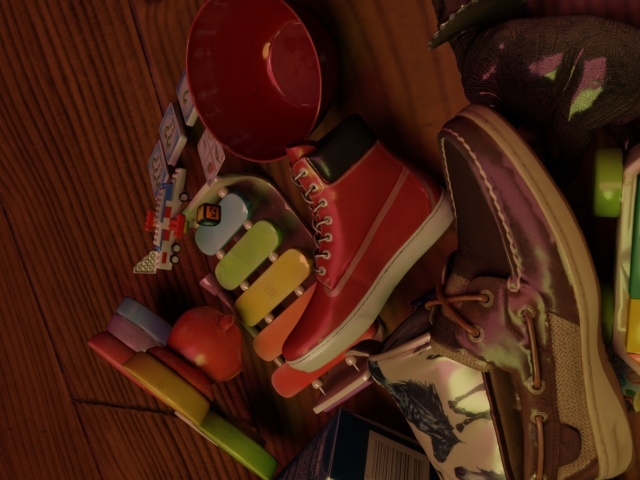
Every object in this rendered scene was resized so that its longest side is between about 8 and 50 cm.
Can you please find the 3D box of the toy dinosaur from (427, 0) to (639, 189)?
[{"bbox_3d":[0.203,-0.128,0.587,0.314,0.121,0.160,25,143,28],"label":"toy dinosaur"}]

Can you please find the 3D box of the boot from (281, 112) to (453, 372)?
[{"bbox_3d":[0.000,0.000,0.720,0.176,0.088,0.244,37,90,-18],"label":"boot"}]

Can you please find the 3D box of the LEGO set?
[{"bbox_3d":[-0.181,-0.080,0.858,0.182,0.060,0.244,-55,41,35],"label":"LEGO set"}]

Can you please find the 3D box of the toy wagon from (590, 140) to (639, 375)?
[{"bbox_3d":[0.350,0.052,0.551,0.267,0.068,0.344,2,112,19],"label":"toy wagon"}]

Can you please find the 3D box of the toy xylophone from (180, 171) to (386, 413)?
[{"bbox_3d":[-0.058,0.074,0.898,0.322,0.081,0.236,46,130,12],"label":"toy xylophone"}]

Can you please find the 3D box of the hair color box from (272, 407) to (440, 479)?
[{"bbox_3d":[0.011,0.374,0.922,0.174,0.105,0.347,28,128,-10],"label":"hair color box"}]

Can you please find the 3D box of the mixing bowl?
[{"bbox_3d":[-0.047,-0.183,0.766,0.181,0.098,0.181,15,118,32],"label":"mixing bowl"}]

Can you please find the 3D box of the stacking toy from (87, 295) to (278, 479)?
[{"bbox_3d":[-0.164,0.187,0.994,0.279,0.130,0.309,48,159,-28],"label":"stacking toy"}]

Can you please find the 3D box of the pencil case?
[{"bbox_3d":[0.195,0.250,0.737,0.184,0.160,0.410,-22,95,41],"label":"pencil case"}]

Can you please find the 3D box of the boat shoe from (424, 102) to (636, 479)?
[{"bbox_3d":[0.148,0.063,0.578,0.123,0.123,0.342,-130,18,-73],"label":"boat shoe"}]

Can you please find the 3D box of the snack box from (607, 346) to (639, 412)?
[{"bbox_3d":[0.300,0.111,0.679,0.141,0.037,0.100,-23,94,40],"label":"snack box"}]
